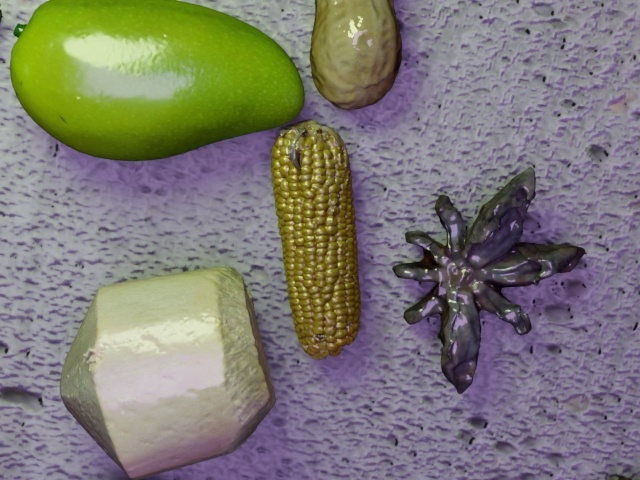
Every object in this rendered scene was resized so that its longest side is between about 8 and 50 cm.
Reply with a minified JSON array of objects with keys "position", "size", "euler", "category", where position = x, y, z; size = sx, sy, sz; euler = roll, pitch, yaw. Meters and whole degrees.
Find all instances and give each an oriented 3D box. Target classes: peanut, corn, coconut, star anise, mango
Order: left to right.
[{"position":[-0.188,-0.186,1.430],"size":[0.343,0.156,0.192],"euler":[5,96,-3],"category":"mango"},{"position":[-0.185,0.154,1.442],"size":[0.244,0.239,0.239],"euler":[-15,97,-1],"category":"coconut"},{"position":[0.000,0.000,1.487],"size":[0.106,0.106,0.293],"euler":[-9,98,0],"category":"corn"},{"position":[0.043,-0.273,1.443],"size":[0.110,0.120,0.236],"euler":[5,102,19],"category":"peanut"},{"position":[0.197,0.037,1.492],"size":[0.257,0.110,0.198],"euler":[-44,96,10],"category":"star anise"}]

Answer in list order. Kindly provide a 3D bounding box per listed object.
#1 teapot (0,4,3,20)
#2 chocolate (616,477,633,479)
[{"position":[-0.478,-0.294,1.435],"size":[0.200,0.107,0.077],"euler":[28,85,-5],"category":"teapot"},{"position":[0.373,0.406,1.548],"size":[0.148,0.093,0.214],"euler":[42,95,-7],"category":"chocolate"}]
